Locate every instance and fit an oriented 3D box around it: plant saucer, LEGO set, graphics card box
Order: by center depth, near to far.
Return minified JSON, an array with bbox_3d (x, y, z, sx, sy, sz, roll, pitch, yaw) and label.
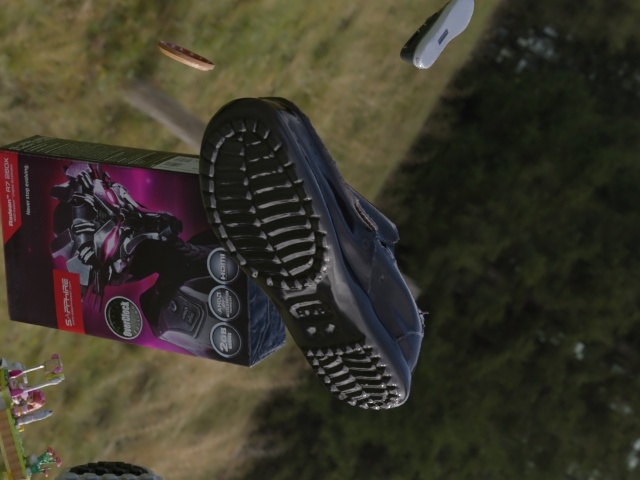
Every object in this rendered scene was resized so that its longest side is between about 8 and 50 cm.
[{"bbox_3d":[-0.221,0.007,1.716,0.094,0.371,0.232,-29,124,-59],"label":"graphics card box"},{"bbox_3d":[-0.378,0.241,1.873,0.287,0.107,0.132,-118,-165,-50],"label":"LEGO set"},{"bbox_3d":[-0.185,-0.252,1.936,0.013,0.083,0.083,-65,176,11],"label":"plant saucer"}]

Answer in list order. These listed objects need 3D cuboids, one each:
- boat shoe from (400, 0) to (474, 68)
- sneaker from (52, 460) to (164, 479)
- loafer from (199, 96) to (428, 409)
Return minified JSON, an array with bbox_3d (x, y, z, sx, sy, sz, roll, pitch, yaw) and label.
[{"bbox_3d":[0.159,-0.290,1.920,0.142,0.040,0.049,-50,141,-27],"label":"boat shoe"},{"bbox_3d":[-0.170,0.280,1.128,0.292,0.110,0.118,-110,-154,-63],"label":"sneaker"},{"bbox_3d":[0.000,0.000,0.836,0.078,0.080,0.220,-57,133,-42],"label":"loafer"}]
